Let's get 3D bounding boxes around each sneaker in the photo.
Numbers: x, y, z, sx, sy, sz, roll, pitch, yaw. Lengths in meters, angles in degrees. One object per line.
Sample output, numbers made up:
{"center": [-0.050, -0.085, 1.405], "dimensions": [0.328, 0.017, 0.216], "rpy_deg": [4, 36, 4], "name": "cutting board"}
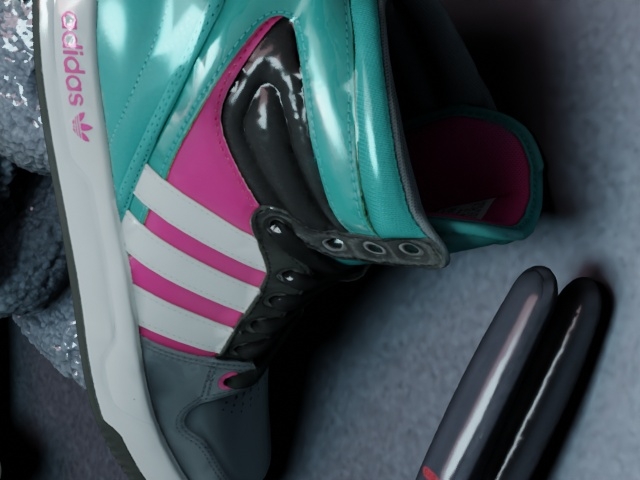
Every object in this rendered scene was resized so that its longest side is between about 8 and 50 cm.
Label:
{"center": [0.000, 0.000, 0.642], "dimensions": [0.178, 0.124, 0.295], "rpy_deg": [5, 127, 15], "name": "sneaker"}

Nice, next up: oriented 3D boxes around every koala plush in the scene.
{"center": [-0.136, -0.073, 0.735], "dimensions": [0.221, 0.196, 0.203], "rpy_deg": [-50, 45, 37], "name": "koala plush"}

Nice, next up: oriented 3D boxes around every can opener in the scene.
{"center": [0.057, 0.094, 0.615], "dimensions": [0.073, 0.059, 0.186], "rpy_deg": [38, 115, 41], "name": "can opener"}
